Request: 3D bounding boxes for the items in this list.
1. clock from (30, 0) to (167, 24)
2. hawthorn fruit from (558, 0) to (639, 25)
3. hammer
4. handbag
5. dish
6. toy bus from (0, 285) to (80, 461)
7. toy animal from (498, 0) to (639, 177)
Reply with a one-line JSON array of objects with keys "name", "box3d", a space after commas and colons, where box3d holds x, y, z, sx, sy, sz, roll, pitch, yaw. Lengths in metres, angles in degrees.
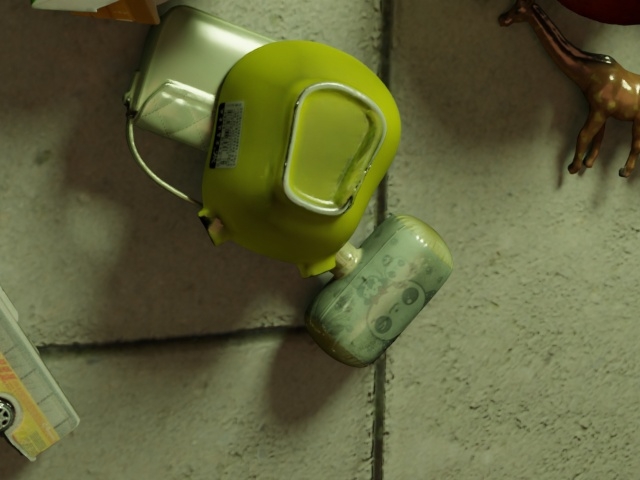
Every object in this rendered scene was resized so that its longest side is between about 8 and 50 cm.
[{"name": "clock", "box3d": [-0.177, -0.340, 1.517, 0.310, 0.235, 0.166, -20, 126, 1]}, {"name": "hawthorn fruit", "box3d": [0.322, -0.397, 1.597, 0.295, 0.295, 0.311, -1, 76, -16]}, {"name": "hammer", "box3d": [0.000, 0.000, 1.738, 0.305, 0.113, 0.202, 41, 89, -14]}, {"name": "handbag", "box3d": [-0.104, -0.134, 1.643, 0.256, 0.079, 0.219, 19, 79, -20]}, {"name": "dish", "box3d": [-0.010, -0.095, 1.586, 0.221, 0.108, 0.262, 22, 83, -20]}, {"name": "toy bus", "box3d": [-0.385, 0.130, 1.666, 0.106, 0.092, 0.268, -34, 112, -13]}, {"name": "toy animal", "box3d": [0.331, -0.195, 1.788, 0.224, 0.066, 0.229, 2, 116, 3]}]
